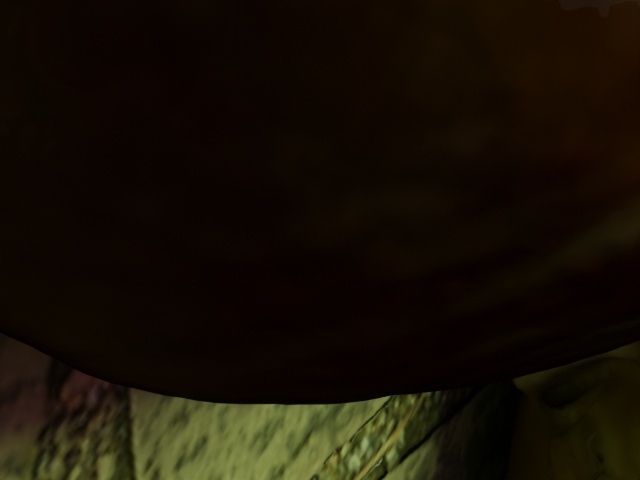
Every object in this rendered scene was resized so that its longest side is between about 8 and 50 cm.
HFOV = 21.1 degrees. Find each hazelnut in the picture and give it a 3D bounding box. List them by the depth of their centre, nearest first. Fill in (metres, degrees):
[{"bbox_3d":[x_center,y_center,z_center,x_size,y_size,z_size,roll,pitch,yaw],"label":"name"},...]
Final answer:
[{"bbox_3d":[0.024,-0.134,0.597,0.429,0.402,0.402,17,77,-47],"label":"hazelnut"}]

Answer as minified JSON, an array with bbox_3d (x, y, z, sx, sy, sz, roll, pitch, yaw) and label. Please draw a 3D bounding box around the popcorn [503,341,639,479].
[{"bbox_3d":[0.296,0.070,0.959,0.344,0.354,0.390,-1,135,-53],"label":"popcorn"}]
